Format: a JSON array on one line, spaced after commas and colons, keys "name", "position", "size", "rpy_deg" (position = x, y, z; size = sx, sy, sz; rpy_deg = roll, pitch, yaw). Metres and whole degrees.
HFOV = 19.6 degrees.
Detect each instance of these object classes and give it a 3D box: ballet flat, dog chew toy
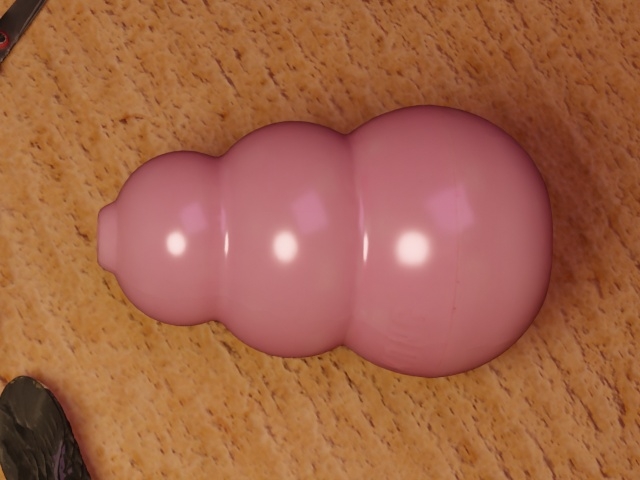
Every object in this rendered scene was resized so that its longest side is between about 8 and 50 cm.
[{"name": "ballet flat", "position": [-0.188, 0.175, 1.319], "size": [0.057, 0.049, 0.173], "rpy_deg": [-29, 68, 6]}, {"name": "dog chew toy", "position": [0.000, 0.000, 1.381], "size": [0.331, 0.207, 0.207], "rpy_deg": [0, 63, -10]}]

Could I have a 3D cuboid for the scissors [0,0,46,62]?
[{"name": "scissors", "position": [-0.259, -0.138, 1.468], "size": [0.109, 0.021, 0.297], "rpy_deg": [43, 58, 9]}]
